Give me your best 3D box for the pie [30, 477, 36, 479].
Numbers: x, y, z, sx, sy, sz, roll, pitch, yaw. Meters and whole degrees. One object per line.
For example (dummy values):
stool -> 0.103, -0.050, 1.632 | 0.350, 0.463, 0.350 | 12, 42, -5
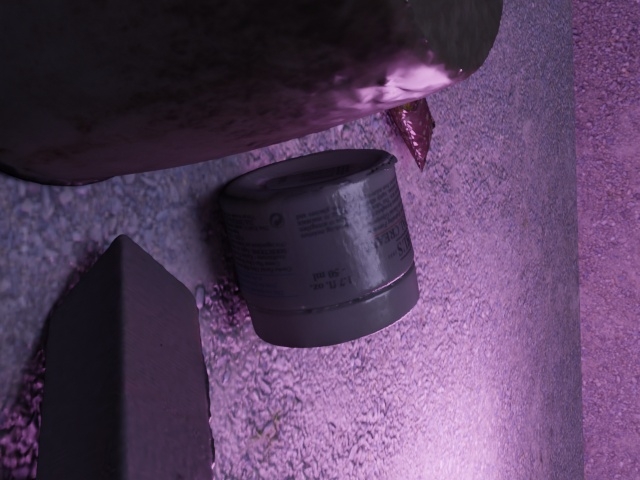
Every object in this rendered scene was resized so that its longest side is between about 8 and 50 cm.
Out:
pie -> -0.203, 0.213, 0.544 | 0.084, 0.020, 0.084 | 0, 90, -60

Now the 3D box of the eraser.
eraser -> -0.130, 0.162, 0.507 | 0.111, 0.077, 0.352 | 50, 19, -44

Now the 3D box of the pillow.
pillow -> 0.129, -0.197, 1.092 | 0.185, 0.043, 0.118 | 62, 34, -43

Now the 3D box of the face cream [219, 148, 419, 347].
face cream -> 0.000, 0.000, 0.736 | 0.177, 0.177, 0.153 | -38, 121, -53

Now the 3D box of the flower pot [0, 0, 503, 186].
flower pot -> -0.071, -0.187, 0.477 | 0.293, 0.330, 0.294 | 0, 89, -57
